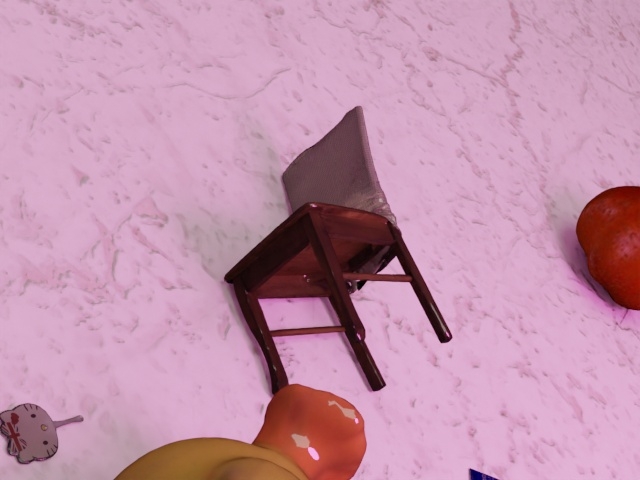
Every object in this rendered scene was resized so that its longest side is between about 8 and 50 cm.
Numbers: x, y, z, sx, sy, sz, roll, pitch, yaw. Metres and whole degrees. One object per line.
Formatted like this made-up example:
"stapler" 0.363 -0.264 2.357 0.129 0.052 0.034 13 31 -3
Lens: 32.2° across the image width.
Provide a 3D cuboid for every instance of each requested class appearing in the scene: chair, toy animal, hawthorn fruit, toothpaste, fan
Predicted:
"chair" 0.000 0.000 1.235 0.186 0.160 0.319 3 56 -43
"toy animal" -0.099 0.265 0.878 0.191 0.216 0.338 22 39 14
"hawthorn fruit" 0.504 -0.005 1.650 0.196 0.225 0.196 35 39 -34
"toothpaste" 0.207 0.285 1.278 0.083 0.015 0.024 24 34 -18
"fan" -0.243 0.166 0.979 0.083 0.004 0.056 -7 61 -47
